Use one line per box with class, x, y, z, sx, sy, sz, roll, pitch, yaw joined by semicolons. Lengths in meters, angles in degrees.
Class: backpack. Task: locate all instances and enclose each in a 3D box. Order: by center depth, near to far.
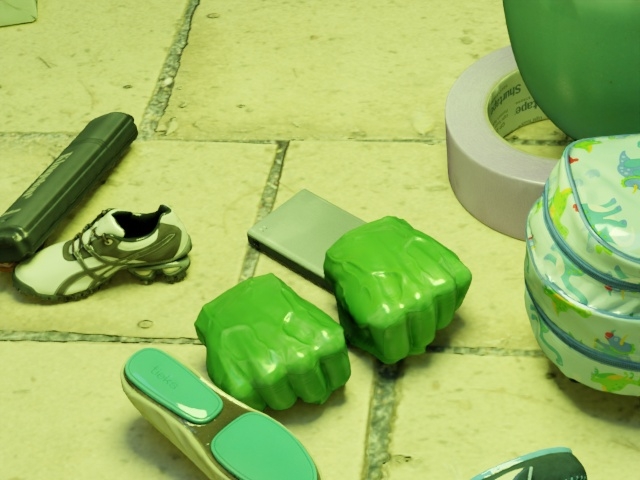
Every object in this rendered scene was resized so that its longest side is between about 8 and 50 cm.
backpack;0.368;0.018;1.401;0.356;0.273;0.290;-13;47;12

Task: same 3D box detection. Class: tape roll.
tape roll;0.278;-0.117;1.654;0.275;0.090;0.274;-4;43;4

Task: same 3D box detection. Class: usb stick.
usb stick;-0.293;-0.064;1.676;0.077;0.045;0.278;-7;30;28

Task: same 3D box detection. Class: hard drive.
hard drive;0.000;0.000;1.612;0.135;0.022;0.094;30;53;33

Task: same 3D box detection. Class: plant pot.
plant pot;0.327;-0.235;1.536;0.293;0.235;0.293;-4;43;4

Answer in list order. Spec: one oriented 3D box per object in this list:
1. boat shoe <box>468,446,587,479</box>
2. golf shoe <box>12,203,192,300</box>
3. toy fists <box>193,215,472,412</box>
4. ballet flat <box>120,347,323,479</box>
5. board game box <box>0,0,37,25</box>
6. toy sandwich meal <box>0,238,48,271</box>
boat shoe;0.123;0.273;1.253;0.258;0.109;0.089;-33;53;-4
golf shoe;-0.240;0.004;1.589;0.198;0.094;0.077;-12;43;-3
toy fists;0.018;0.081;1.469;0.279;0.096;0.142;-24;35;-16
ballet flat;-0.092;0.188;1.376;0.086;0.086;0.248;-35;54;-27
board game box;-0.512;-0.413;2.087;0.224;0.097;0.303;-8;41;-2
toy sandwich meal;-0.345;0.003;1.650;0.086;0.029;0.085;-4;42;4
